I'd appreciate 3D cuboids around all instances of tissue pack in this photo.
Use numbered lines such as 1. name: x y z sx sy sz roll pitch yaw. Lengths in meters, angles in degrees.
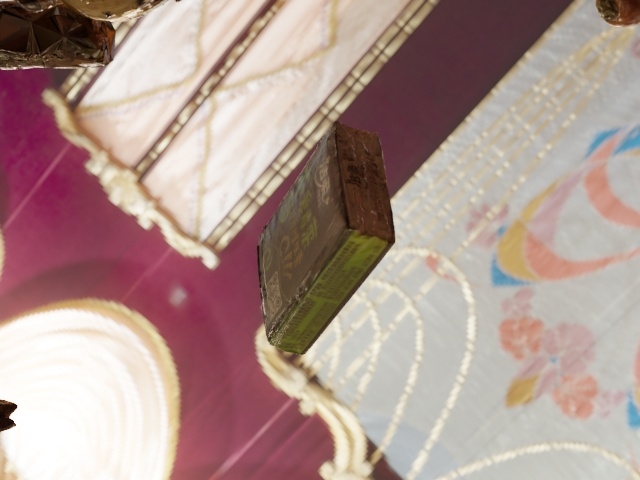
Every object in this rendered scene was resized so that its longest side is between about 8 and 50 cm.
1. tissue pack: 0.000 0.000 1.410 0.073 0.235 0.173 13 -133 -24

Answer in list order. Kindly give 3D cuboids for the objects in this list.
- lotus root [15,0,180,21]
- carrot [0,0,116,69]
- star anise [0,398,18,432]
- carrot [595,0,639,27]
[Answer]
1. lotus root: -0.142 -0.258 0.922 0.154 0.257 0.140 63 -163 17
2. carrot: -0.286 -0.176 1.042 0.229 0.069 0.069 1 -168 16
3. star anise: -0.354 0.120 0.831 0.288 0.288 0.088 35 -174 -20
4. carrot: 0.379 -0.274 1.242 0.067 0.225 0.067 57 160 35
